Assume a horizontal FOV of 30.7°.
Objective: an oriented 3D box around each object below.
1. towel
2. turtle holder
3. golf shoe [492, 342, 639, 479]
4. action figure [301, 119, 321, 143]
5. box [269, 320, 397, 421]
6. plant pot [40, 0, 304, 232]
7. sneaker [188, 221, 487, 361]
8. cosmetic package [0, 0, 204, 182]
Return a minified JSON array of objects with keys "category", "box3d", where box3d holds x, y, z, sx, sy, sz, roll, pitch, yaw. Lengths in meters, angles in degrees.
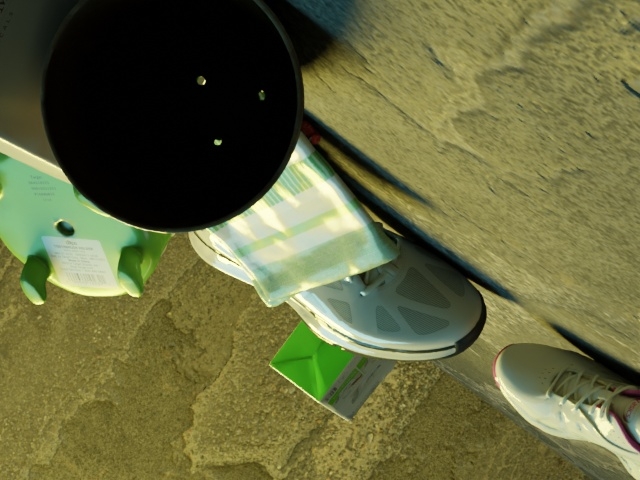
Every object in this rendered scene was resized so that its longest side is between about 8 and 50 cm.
[{"category":"towel","box3d":[-0.090,-0.069,1.358,0.325,0.038,0.248,50,140,-14]},{"category":"turtle holder","box3d":[-0.317,-0.089,1.499,0.243,0.227,0.320,-24,119,37]},{"category":"golf shoe","box3d":[0.348,0.198,1.402,0.306,0.115,0.140,27,161,21]},{"category":"action figure","box3d":[-0.031,-0.126,1.329,0.038,0.030,0.115,44,169,-32]},{"category":"box","box3d":[0.061,0.179,2.121,0.127,0.262,0.231,35,175,22]},{"category":"plant pot","box3d":[-0.104,-0.122,1.039,0.215,0.215,0.230,36,-171,3]},{"category":"sneaker","box3d":[-0.001,0.001,1.492,0.448,0.169,0.257,23,159,17]},{"category":"cosmetic package","box3d":[-0.263,-0.173,1.069,0.155,0.196,0.365,21,177,20]}]
